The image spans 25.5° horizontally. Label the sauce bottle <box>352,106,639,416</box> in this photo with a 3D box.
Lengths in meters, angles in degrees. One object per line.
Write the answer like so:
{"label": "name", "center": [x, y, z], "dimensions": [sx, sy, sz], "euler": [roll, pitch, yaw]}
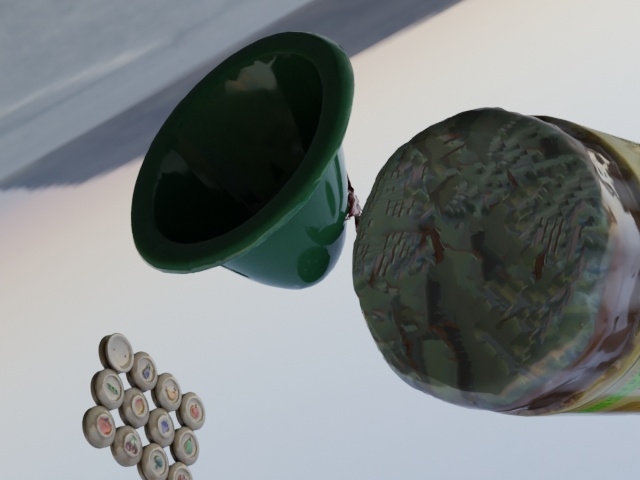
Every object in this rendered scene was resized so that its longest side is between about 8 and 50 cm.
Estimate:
{"label": "sauce bottle", "center": [0.157, 0.019, 0.606], "dimensions": [0.111, 0.111, 0.344], "euler": [-23, 162, 36]}

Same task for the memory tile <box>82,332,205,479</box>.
{"label": "memory tile", "center": [-0.155, 0.159, 1.269], "dimensions": [0.012, 0.148, 0.113], "euler": [-18, -133, 30]}

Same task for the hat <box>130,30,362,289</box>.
{"label": "hat", "center": [0.000, 0.000, 0.902], "dimensions": [0.173, 0.183, 0.209], "euler": [-23, -137, 30]}
